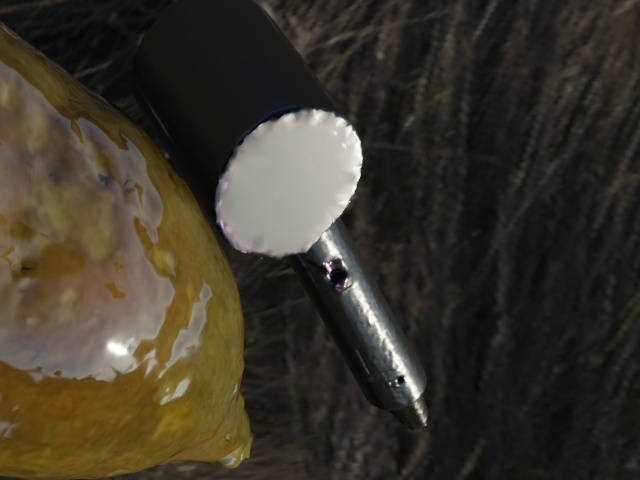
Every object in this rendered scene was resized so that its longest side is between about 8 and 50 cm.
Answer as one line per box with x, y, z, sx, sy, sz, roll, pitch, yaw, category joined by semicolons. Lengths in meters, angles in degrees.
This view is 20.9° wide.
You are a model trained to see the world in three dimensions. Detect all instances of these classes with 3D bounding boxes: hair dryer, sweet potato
0.001;0.001;0.791;0.070;0.114;0.248;-33;134;-1;hair dryer
-0.143;-0.013;0.532;0.370;0.158;0.158;21;69;-36;sweet potato
